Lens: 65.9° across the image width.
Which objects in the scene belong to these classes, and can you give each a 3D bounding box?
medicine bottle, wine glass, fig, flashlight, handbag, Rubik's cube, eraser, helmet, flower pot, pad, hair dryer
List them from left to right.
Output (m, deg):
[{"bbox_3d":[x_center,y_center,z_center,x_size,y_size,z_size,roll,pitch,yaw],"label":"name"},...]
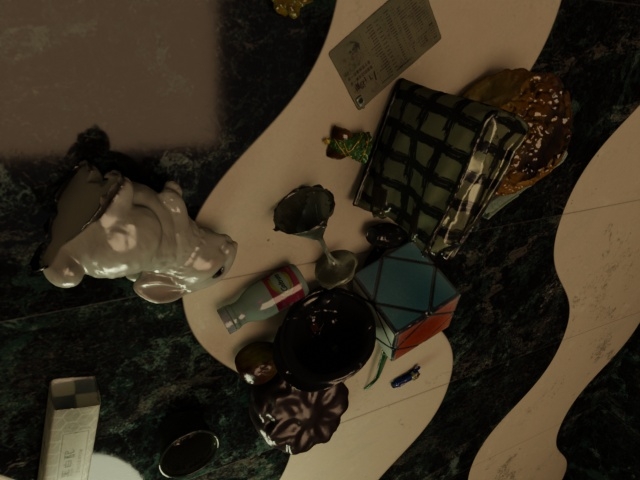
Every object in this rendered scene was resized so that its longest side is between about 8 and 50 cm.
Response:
[{"bbox_3d":[-0.585,0.502,1.127,0.098,0.096,0.404,3,115,-34],"label":"eraser"},{"bbox_3d":[-0.351,0.516,1.275,0.157,0.107,0.158,-17,124,-27],"label":"flower pot"},{"bbox_3d":[-0.139,0.144,1.194,0.216,0.090,0.091,-29,129,-14],"label":"medicine bottle"},{"bbox_3d":[-0.143,0.306,1.284,0.154,0.103,0.109,-33,151,-12],"label":"fig"},{"bbox_3d":[0.000,0.000,1.166,0.156,0.156,0.232,-36,134,-9],"label":"wine glass"},{"bbox_3d":[0.009,0.261,1.268,0.279,0.230,0.160,-47,167,-16],"label":"helmet"},{"bbox_3d":[0.167,0.049,1.362,0.195,0.075,0.219,3,126,-43],"label":"hair dryer"},{"bbox_3d":[0.150,-0.429,1.086,0.265,0.009,0.160,-42,130,-4],"label":"pad"},{"bbox_3d":[0.219,0.161,1.318,0.205,0.205,0.207,-29,149,-12],"label":"Rubik's cube"},{"bbox_3d":[0.299,0.478,1.706,0.121,0.035,0.057,-21,127,-20],"label":"flashlight"},{"bbox_3d":[0.241,-0.162,1.094,0.162,0.325,0.327,12,110,-34],"label":"handbag"}]

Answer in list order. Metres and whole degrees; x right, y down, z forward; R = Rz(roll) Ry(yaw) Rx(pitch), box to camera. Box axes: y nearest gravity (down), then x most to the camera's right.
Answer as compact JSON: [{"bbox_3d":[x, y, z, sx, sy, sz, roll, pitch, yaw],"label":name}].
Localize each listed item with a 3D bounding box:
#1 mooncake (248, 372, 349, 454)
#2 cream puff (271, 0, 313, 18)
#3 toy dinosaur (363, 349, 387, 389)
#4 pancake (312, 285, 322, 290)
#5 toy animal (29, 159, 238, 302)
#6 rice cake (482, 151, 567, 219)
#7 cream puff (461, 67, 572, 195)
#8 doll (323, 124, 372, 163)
[{"bbox_3d":[-0.052,0.448,1.362,0.282,0.141,0.283,-7,106,-25],"label":"mooncake"},{"bbox_3d":[-0.050,-0.456,0.916,0.058,0.083,0.084,-40,140,-71],"label":"cream puff"},{"bbox_3d":[0.249,0.335,1.568,0.129,0.076,0.384,1,113,-25],"label":"toy dinosaur"},{"bbox_3d":[-0.001,0.168,1.349,0.114,0.011,0.115,-14,124,-22],"label":"pancake"},{"bbox_3d":[-0.328,0.013,0.949,0.258,0.193,0.357,-54,139,-6],"label":"toy animal"},{"bbox_3d":[0.600,-0.184,1.479,0.336,0.066,0.063,-35,139,-8],"label":"rice cake"},{"bbox_3d":[0.480,-0.264,1.248,0.342,0.231,0.327,-6,123,-30],"label":"cream puff"},{"bbox_3d":[0.067,-0.211,1.120,0.113,0.077,0.078,-4,128,-29],"label":"doll"}]
